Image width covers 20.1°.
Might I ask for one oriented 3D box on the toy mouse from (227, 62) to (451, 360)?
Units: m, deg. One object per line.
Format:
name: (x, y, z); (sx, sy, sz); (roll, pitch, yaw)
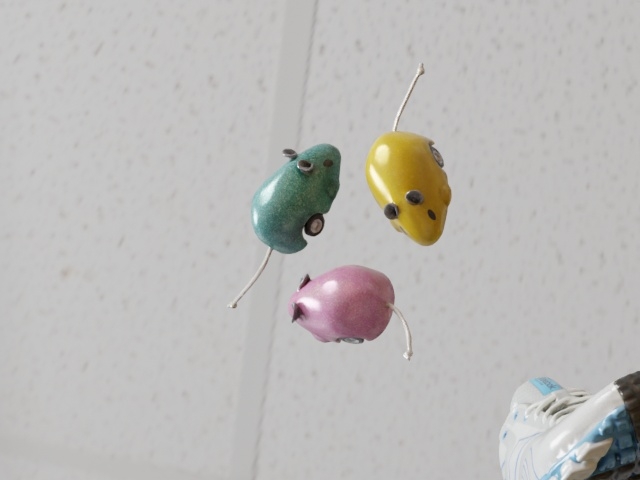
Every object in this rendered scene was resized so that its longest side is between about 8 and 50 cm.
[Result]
toy mouse: (0.000, 0.000, 0.917); (0.143, 0.161, 0.031); (-26, -33, 26)

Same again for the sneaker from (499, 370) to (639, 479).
sneaker: (0.111, 0.092, 0.815); (0.071, 0.083, 0.190); (-12, -26, -14)
